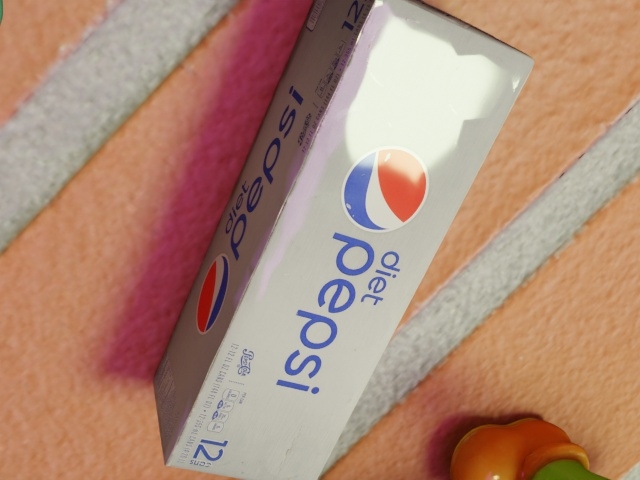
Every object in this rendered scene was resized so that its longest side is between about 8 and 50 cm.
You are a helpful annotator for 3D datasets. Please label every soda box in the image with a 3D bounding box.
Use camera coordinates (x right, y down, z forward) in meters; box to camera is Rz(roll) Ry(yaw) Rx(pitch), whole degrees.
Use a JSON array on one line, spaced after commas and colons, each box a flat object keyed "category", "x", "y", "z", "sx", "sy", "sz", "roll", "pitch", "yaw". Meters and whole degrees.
[{"category": "soda box", "x": 0.000, "y": 0.000, "z": 0.485, "sx": 0.098, "sy": 0.091, "sz": 0.286, "roll": 17, "pitch": 109, "yaw": -24}]

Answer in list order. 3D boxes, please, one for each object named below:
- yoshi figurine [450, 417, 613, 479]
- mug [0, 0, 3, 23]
[{"category": "yoshi figurine", "x": 0.199, "y": 0.276, "z": 0.520, "sx": 0.203, "sy": 0.362, "sz": 0.203, "roll": 38, "pitch": 88, "yaw": -40}, {"category": "mug", "x": -0.232, "y": -0.101, "z": 0.354, "sx": 0.158, "sy": 0.097, "sz": 0.129, "roll": 32, "pitch": 102, "yaw": -30}]
